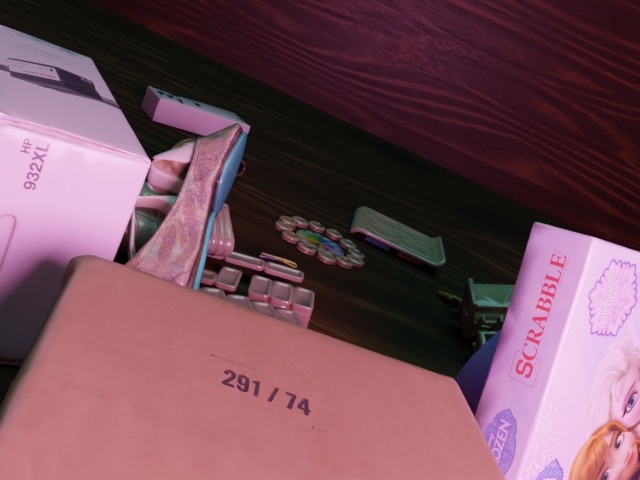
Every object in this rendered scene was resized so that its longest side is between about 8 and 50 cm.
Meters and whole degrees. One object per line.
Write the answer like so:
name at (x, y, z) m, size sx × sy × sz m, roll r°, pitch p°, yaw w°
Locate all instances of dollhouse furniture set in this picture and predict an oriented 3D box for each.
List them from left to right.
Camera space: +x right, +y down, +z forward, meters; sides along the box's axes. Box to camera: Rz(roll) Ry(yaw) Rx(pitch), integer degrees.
dollhouse furniture set at (0.331, 0.155, 1.064) m, size 0.182 × 0.101 × 0.161 m, roll 2°, pitch 44°, yaw 0°

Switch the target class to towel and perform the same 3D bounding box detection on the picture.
towel at (-0.065, 0.032, 0.994) m, size 0.060 × 0.009 × 0.083 m, roll 17°, pitch -6°, yaw -6°

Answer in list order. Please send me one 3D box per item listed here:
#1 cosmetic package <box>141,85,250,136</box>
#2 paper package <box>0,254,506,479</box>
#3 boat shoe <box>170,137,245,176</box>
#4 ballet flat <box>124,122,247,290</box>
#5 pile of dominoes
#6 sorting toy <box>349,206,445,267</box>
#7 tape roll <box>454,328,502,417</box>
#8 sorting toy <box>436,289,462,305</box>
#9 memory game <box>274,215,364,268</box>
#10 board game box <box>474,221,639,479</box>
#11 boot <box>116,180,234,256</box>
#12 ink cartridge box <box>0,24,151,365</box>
cosmetic package at (-0.295, -0.296, 1.572) m, size 0.239 × 0.060 × 0.099 m, roll 11°, pitch 24°, yaw -37°
paper package at (-0.047, 0.185, 0.400) m, size 0.325 × 0.168 × 0.309 m, roll 21°, pitch 20°, yaw -16°
boat shoe at (-0.212, -0.152, 1.261) m, size 0.073 × 0.073 × 0.207 m, roll 29°, pitch 18°, yaw 16°
ballet flat at (-0.168, -0.050, 0.800) m, size 0.106 × 0.107 × 0.316 m, roll 16°, pitch 44°, yaw -7°
pile of dominoes at (-0.134, 0.065, 0.865) m, size 0.251 × 0.040 × 0.196 m, roll 16°, pitch 19°, yaw -4°
sorting toy at (0.166, -0.005, 1.437) m, size 0.208 × 0.038 × 0.193 m, roll 21°, pitch 18°, yaw 0°
tape roll at (0.219, 0.181, 0.732) m, size 0.189 × 0.189 × 0.080 m, roll 6°, pitch 28°, yaw -47°
sorting toy at (0.359, 0.129, 1.229) m, size 0.275 × 0.046 × 0.132 m, roll 19°, pitch 2°, yaw -3°
memory game at (0.000, 0.000, 1.225) m, size 0.186 × 0.012 × 0.186 m, roll 24°, pitch 18°, yaw -8°
board game box at (0.280, 0.168, 0.641) m, size 0.318 × 0.318 × 0.066 m, roll 11°, pitch 6°, yaw -35°
boot at (-0.220, -0.047, 0.917) m, size 0.165 × 0.077 × 0.213 m, roll 5°, pitch 30°, yaw -31°
ink cartridge box at (-0.293, -0.057, 0.647) m, size 0.129 × 0.223 × 0.307 m, roll 14°, pitch 22°, yaw -34°
